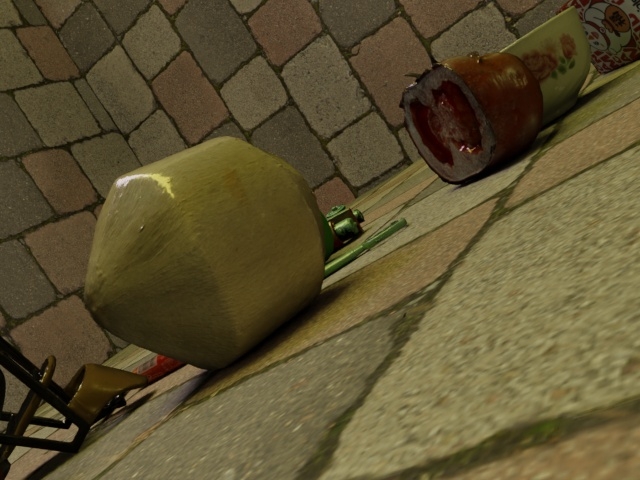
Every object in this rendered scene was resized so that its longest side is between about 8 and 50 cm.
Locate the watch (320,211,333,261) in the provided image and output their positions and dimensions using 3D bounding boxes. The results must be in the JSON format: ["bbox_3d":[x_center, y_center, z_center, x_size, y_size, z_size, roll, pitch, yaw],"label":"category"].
[{"bbox_3d":[-0.057,0.001,1.169,0.131,0.152,0.165,-37,-23,-46],"label":"watch"}]

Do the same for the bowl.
[{"bbox_3d":[0.334,-0.255,1.148,0.277,0.145,0.277,-34,2,1],"label":"bowl"}]

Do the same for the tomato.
[{"bbox_3d":[0.228,-0.190,0.973,0.155,0.180,0.214,-27,5,-17],"label":"tomato"}]

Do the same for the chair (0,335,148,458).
[{"bbox_3d":[-0.371,0.198,0.870,0.172,0.247,0.159,-63,19,-15],"label":"chair"}]

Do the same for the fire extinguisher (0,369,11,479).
[{"bbox_3d":[-0.367,0.238,0.606,0.200,0.113,0.376,-51,0,8],"label":"fire extinguisher"}]

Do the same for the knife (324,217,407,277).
[{"bbox_3d":[0.032,0.029,0.955,0.212,0.015,0.054,-32,5,2],"label":"knife"}]

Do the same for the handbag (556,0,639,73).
[{"bbox_3d":[0.547,-0.404,1.219,0.151,0.171,0.298,-38,0,-17],"label":"handbag"}]

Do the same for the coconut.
[{"bbox_3d":[-0.133,0.018,0.761,0.266,0.237,0.237,-35,4,-30],"label":"coconut"}]

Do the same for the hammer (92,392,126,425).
[{"bbox_3d":[-0.325,0.248,1.053,0.078,0.021,0.201,-33,3,-8],"label":"hammer"}]

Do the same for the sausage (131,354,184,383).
[{"bbox_3d":[-0.246,0.192,1.035,0.129,0.034,0.034,-31,3,29],"label":"sausage"}]

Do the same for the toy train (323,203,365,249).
[{"bbox_3d":[0.000,0.000,1.277,0.176,0.074,0.118,-27,14,16],"label":"toy train"}]
